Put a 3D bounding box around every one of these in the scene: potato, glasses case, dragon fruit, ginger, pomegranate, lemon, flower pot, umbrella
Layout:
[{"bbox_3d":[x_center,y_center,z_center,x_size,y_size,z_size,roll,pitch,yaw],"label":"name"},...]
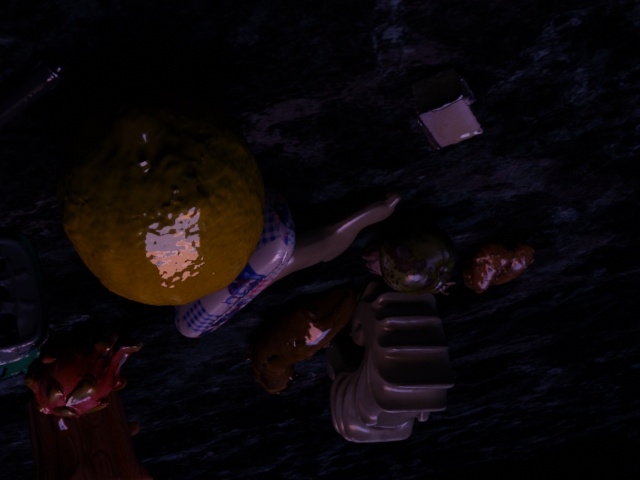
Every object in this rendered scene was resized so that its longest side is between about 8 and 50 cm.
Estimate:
[{"bbox_3d":[0.170,-0.178,1.607,0.086,0.061,0.122,-22,155,12],"label":"potato"},{"bbox_3d":[-0.139,0.038,1.799,0.076,0.125,0.327,0,152,-37],"label":"glasses case"},{"bbox_3d":[-0.399,0.224,2.059,0.208,0.133,0.150,-31,-175,-7],"label":"dragon fruit"},{"bbox_3d":[-0.049,0.191,2.241,0.133,0.107,0.309,12,142,-25],"label":"ginger"},{"bbox_3d":[0.147,0.038,2.000,0.163,0.125,0.138,-34,164,37],"label":"pomegranate"},{"bbox_3d":[-0.186,-0.054,1.406,0.245,0.245,0.320,-16,150,-3],"label":"lemon"},{"bbox_3d":[0.318,0.053,2.216,0.103,0.073,0.162,-3,154,-29],"label":"ginger"},{"bbox_3d":[0.118,0.245,2.278,0.165,0.254,0.367,0,152,-21],"label":"flower pot"},{"bbox_3d":[-0.330,-0.164,1.332,0.133,0.031,0.036,-30,180,28],"label":"umbrella"}]

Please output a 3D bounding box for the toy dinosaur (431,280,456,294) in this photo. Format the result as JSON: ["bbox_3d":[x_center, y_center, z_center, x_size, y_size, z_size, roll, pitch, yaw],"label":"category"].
[{"bbox_3d":[0.209,0.094,2.299,0.113,0.026,0.041,-12,161,23],"label":"toy dinosaur"}]

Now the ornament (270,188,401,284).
[{"bbox_3d":[0.000,0.000,1.868,0.230,0.061,0.245,-19,167,-42],"label":"ornament"}]

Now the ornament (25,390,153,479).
[{"bbox_3d":[-0.456,0.388,2.258,0.235,0.217,0.221,-20,157,9],"label":"ornament"}]

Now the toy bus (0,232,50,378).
[{"bbox_3d":[-0.550,0.118,1.625,0.344,0.183,0.199,-7,159,-19],"label":"toy bus"}]
